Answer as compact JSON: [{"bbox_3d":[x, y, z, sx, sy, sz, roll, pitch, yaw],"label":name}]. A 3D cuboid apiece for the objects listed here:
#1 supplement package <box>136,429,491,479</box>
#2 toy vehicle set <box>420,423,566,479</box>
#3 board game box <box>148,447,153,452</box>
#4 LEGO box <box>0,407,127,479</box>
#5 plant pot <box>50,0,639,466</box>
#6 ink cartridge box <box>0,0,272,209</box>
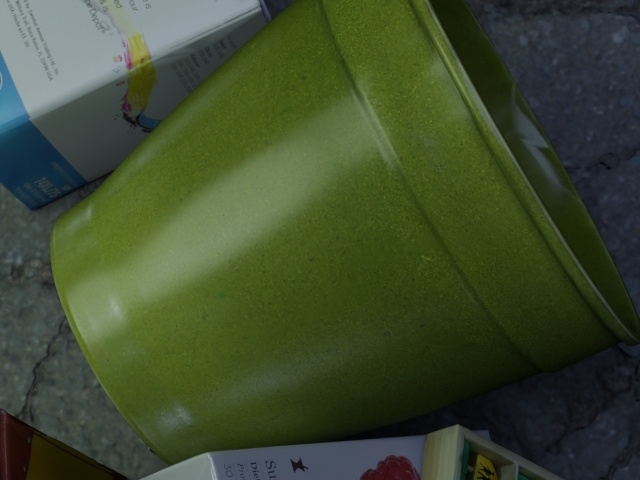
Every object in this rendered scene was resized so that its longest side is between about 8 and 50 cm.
[{"bbox_3d":[-0.008,0.251,1.433,0.175,0.293,0.177,-27,71,42],"label":"supplement package"},{"bbox_3d":[0.132,0.287,1.398,0.035,0.166,0.267,-22,50,44],"label":"toy vehicle set"},{"bbox_3d":[-0.011,0.057,1.628,0.305,0.053,0.193,-12,73,5],"label":"board game box"},{"bbox_3d":[-0.260,0.400,1.410,0.193,0.372,0.500,-7,74,7],"label":"LEGO box"},{"bbox_3d":[0.000,0.000,1.455,0.353,0.366,0.366,-30,73,11],"label":"plant pot"},{"bbox_3d":[-0.190,-0.189,1.642,0.270,0.197,0.198,-25,73,1],"label":"ink cartridge box"}]
